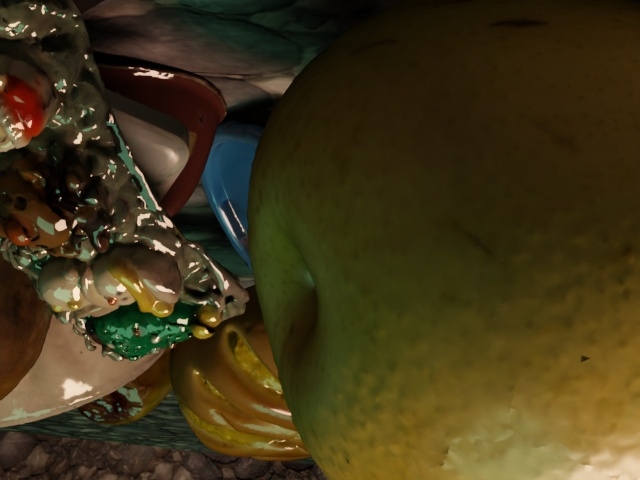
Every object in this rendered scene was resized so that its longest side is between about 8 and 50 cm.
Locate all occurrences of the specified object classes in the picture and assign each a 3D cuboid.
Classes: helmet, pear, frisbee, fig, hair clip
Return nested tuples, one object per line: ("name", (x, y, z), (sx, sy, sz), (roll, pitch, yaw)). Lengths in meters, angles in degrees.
("helmet", (-0.156, -0.061, 1.188), (0.155, 0.106, 0.175), (-10, 157, 42))
("pear", (0.124, 0.018, 0.966), (0.348, 0.348, 0.348), (3, 166, 1))
("frisbee", (0.000, 0.000, 1.283), (0.242, 0.045, 0.242), (39, 157, 20))
("fig", (-0.221, 0.123, 1.915), (0.166, 0.154, 0.144), (-24, 163, -28))
("hair clip", (-0.157, -0.016, 1.038), (0.138, 0.091, 0.321), (-14, 134, 18))

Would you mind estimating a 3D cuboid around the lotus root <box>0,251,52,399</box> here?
("lotus root", (-0.295, 0.031, 1.256), (0.149, 0.260, 0.267), (-3, 164, 22))

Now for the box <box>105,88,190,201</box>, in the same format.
("box", (-0.235, -0.076, 1.074), (0.285, 0.044, 0.142), (22, 133, -19))

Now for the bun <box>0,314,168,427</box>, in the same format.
("bun", (-0.273, 0.040, 1.506), (0.263, 0.175, 0.263), (-13, -157, 5))

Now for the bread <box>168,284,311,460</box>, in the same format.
("bread", (0.024, 0.104, 1.525), (0.333, 0.160, 0.333), (-19, 169, -4))

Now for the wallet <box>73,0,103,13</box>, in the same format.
("wallet", (-0.161, -0.155, 0.984), (0.082, 0.018, 0.157), (14, 163, -34))
